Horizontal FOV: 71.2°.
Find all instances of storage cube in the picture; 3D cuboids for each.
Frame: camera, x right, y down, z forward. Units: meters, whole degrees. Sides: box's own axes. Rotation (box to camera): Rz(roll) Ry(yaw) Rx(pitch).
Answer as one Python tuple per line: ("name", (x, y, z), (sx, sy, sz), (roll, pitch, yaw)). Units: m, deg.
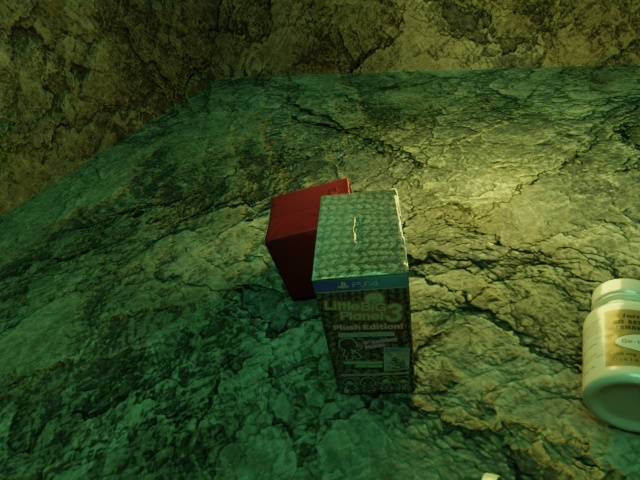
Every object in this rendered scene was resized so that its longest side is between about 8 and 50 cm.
("storage cube", (0.000, 0.000, 1.030), (0.193, 0.214, 0.183), (-13, 37, 9))

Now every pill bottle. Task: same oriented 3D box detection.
("pill bottle", (0.499, 0.173, 0.722), (0.131, 0.131, 0.229), (8, 41, 25))

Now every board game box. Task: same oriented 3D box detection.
("board game box", (0.085, 0.093, 0.808), (0.141, 0.290, 0.232), (-5, 36, 8))

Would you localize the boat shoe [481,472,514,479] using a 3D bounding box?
("boat shoe", (0.216, 0.423, 0.474), (0.113, 0.127, 0.340), (-5, 26, 29))
